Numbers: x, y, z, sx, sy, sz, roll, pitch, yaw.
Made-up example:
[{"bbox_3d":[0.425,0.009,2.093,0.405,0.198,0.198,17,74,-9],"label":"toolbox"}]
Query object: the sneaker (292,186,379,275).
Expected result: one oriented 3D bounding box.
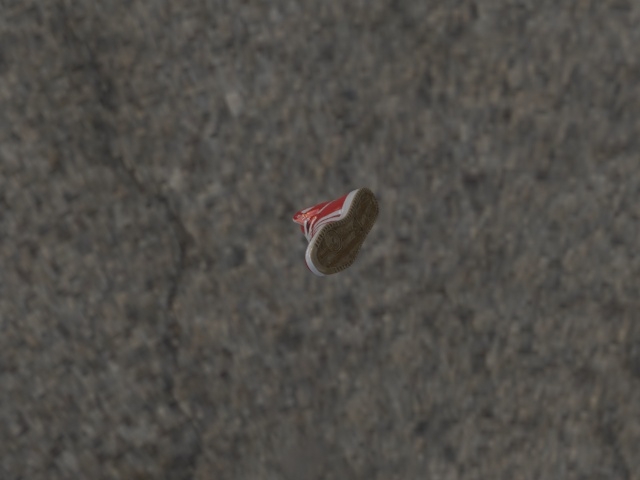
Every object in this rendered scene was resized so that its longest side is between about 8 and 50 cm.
[{"bbox_3d":[0.000,0.000,1.490,0.067,0.042,0.118,-18,19,34],"label":"sneaker"}]
